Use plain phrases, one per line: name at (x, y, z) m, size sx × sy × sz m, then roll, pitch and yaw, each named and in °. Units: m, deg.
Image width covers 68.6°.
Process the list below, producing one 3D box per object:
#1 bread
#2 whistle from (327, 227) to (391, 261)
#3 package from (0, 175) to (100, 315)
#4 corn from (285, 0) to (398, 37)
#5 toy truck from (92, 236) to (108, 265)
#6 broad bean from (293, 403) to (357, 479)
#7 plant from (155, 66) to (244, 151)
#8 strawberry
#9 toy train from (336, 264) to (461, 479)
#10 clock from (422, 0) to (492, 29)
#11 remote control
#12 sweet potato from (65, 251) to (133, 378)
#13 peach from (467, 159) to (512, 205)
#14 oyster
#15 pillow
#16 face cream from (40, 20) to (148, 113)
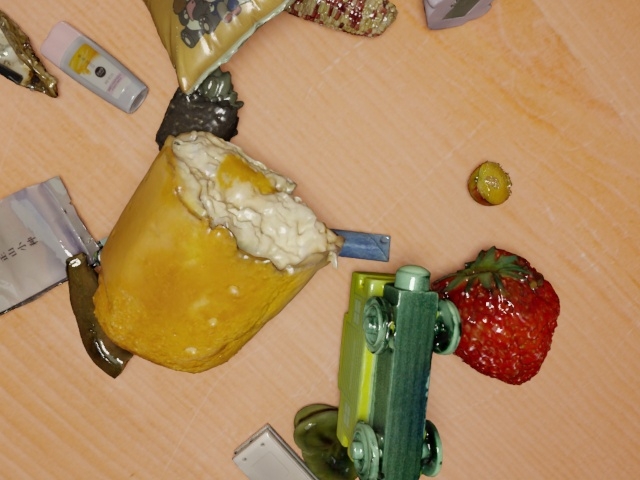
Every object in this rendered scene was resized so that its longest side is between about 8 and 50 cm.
bread at (-0.192, 0.059, 0.828) m, size 0.361 × 0.250 × 0.394 m, roll 31°, pitch 109°, yaw -24°
whistle at (0.000, 0.000, 0.996) m, size 0.304 × 0.062 × 0.062 m, roll 7°, pitch 97°, yaw -5°
package at (-0.594, 0.015, 0.947) m, size 0.250 × 0.062 × 0.204 m, roll -28°, pitch 99°, yaw -9°
corn at (0.011, -0.473, 0.918) m, size 0.289 × 0.098 × 0.098 m, roll 16°, pitch 96°, yaw -9°
toy truck at (-0.372, 0.067, 0.963) m, size 0.116 × 0.085 × 0.191 m, roll -35°, pitch 103°, yaw -29°
broad bean at (0.022, 0.459, 1.064) m, size 0.153 × 0.072 × 0.207 m, roll -37°, pitch 109°, yaw 2°
plant at (-0.225, -0.239, 0.910) m, size 0.132 × 0.129 × 0.195 m, roll 26°, pitch 78°, yaw -9°
strawberry at (0.370, 0.173, 0.963) m, size 0.250 × 0.238 × 0.288 m, roll -20°, pitch 108°, yaw 3°
toy train at (0.133, 0.260, 0.931) m, size 0.179 × 0.272 × 0.442 m, roll 5°, pitch 93°, yaw -15°
clock at (0.255, -0.568, 0.901) m, size 0.188 × 0.189 × 0.254 m, roll -14°, pitch 83°, yaw -2°
remote control at (-0.070, 0.553, 1.070) m, size 0.103 × 0.055 × 0.277 m, roll -40°, pitch 97°, yaw 1°
sweet potato at (-0.448, 0.149, 0.955) m, size 0.085 × 0.112 × 0.286 m, roll -26°, pitch 121°, yaw -44°
peach at (0.358, -0.119, 1.008) m, size 0.098 × 0.061 × 0.098 m, roll 2°, pitch 85°, yaw -23°
oyster at (-0.645, -0.393, 0.895) m, size 0.345 × 0.079 × 0.129 m, roll 36°, pitch 115°, yaw -10°
pillow at (-0.183, -0.453, 0.827) m, size 0.310 × 0.119 × 0.312 m, roll -34°, pitch 66°, yaw 19°
face cream at (-0.440, -0.336, 0.919) m, size 0.198 × 0.057 × 0.084 m, roll 35°, pitch 93°, yaw -8°
